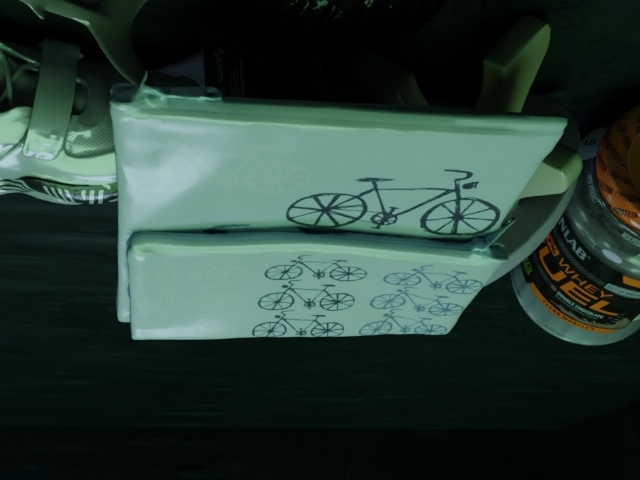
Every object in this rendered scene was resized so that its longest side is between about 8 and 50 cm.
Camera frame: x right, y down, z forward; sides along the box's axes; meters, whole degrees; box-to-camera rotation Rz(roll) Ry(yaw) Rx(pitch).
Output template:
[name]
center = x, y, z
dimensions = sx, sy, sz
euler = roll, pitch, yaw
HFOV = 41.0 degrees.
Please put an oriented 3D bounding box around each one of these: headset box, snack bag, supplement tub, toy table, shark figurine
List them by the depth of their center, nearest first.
[shark figurine]
center = -0.229, -0.203, 0.628
dimensions = 0.166, 0.116, 0.278
euler = -6, 155, 7
[snack bag]
center = 0.000, 0.000, 0.683
dimensions = 0.322, 0.037, 0.343
euler = 2, 149, -11
[headset box]
center = -0.033, -0.069, 0.832
dimensions = 0.110, 0.218, 0.293
euler = -8, 157, 5
[toy table]
center = 0.142, -0.085, 0.838
dimensions = 0.252, 0.274, 0.161
euler = 22, 156, 27
[supplement tub]
center = 0.370, -0.013, 1.047
dimensions = 0.207, 0.207, 0.338
euler = -3, 156, -4

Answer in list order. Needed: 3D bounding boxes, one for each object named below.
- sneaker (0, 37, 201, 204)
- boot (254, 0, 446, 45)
[sneaker]
center = -0.286, -0.130, 0.746
dimensions = 0.365, 0.138, 0.210
euler = -1, 159, 1
[boot]
center = 0.132, -0.237, 0.579
dimensions = 0.347, 0.131, 0.260
euler = 12, 147, -9
